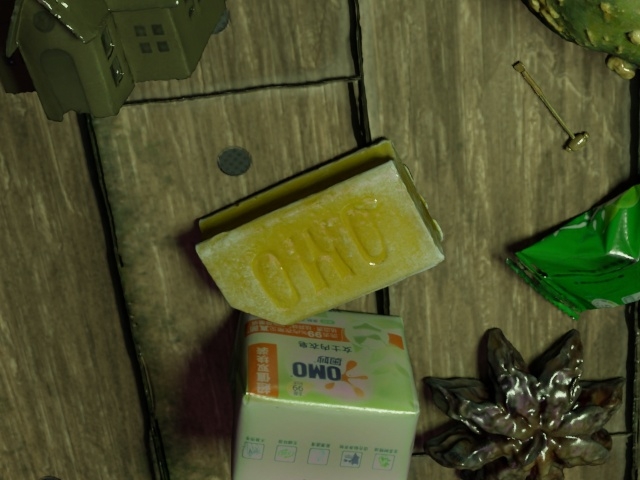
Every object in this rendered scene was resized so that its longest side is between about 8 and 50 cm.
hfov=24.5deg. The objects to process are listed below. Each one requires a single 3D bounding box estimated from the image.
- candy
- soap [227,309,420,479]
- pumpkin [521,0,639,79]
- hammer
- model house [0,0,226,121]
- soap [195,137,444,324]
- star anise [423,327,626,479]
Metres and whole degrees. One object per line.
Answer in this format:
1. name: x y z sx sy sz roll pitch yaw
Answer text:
1. candy: 0.321 0.014 1.589 0.203 0.078 0.141 -31 120 23
2. soap: 0.000 0.175 1.617 0.199 0.182 0.138 7 123 -8
3. pumpkin: 0.322 -0.257 1.279 0.327 0.291 0.257 22 105 -27
4. hammer: 0.237 -0.139 1.518 0.029 0.014 0.123 -37 117 11
5. model house: -0.221 -0.253 1.292 0.211 0.204 0.243 -4 129 15
6. soap: 0.000 0.000 1.565 0.232 0.073 0.140 -23 118 13
7. star anise: 0.239 0.220 1.708 0.236 0.109 0.223 -39 121 19
